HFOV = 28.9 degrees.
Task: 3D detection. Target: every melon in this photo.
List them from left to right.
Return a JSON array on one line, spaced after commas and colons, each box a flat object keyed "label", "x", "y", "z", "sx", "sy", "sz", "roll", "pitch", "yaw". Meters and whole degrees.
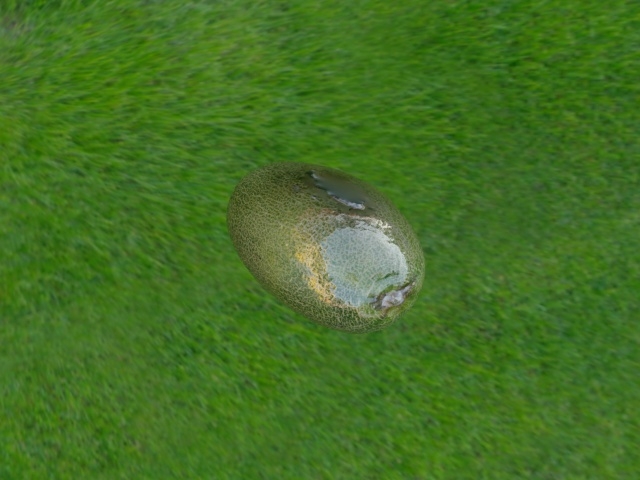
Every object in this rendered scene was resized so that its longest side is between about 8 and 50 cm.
[{"label": "melon", "x": 0.000, "y": 0.000, "z": 0.822, "sx": 0.099, "sy": 0.162, "sz": 0.099, "roll": -24, "pitch": 131, "yaw": -31}]
